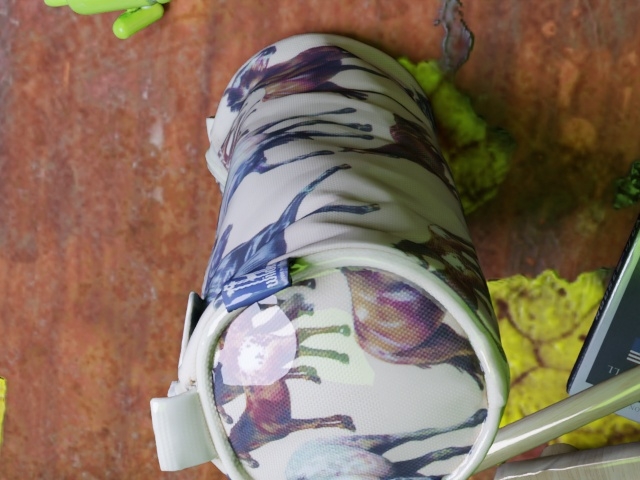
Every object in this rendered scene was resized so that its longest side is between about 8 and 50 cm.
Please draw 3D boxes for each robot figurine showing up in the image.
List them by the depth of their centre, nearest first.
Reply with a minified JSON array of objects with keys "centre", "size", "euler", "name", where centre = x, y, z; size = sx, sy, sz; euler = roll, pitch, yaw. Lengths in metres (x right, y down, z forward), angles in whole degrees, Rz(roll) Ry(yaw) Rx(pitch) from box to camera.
[{"centre":[-0.143,-0.197,1.073],"size":[0.115,0.067,0.101],"euler":[-6,124,12],"name":"robot figurine"}]

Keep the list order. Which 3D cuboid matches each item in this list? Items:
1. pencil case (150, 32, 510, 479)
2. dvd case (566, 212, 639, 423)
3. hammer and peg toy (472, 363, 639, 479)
[{"centre":[0.000,0.000,0.942],"size":[0.183,0.410,0.160],"euler":[1,114,-2],"name":"pencil case"},{"centre":[0.302,0.038,1.078],"size":[0.179,0.029,0.239],"euler":[21,110,5],"name":"dvd case"},{"centre":[0.253,0.204,1.068],"size":[0.266,0.127,0.361],"euler":[-14,109,22],"name":"hammer and peg toy"}]
